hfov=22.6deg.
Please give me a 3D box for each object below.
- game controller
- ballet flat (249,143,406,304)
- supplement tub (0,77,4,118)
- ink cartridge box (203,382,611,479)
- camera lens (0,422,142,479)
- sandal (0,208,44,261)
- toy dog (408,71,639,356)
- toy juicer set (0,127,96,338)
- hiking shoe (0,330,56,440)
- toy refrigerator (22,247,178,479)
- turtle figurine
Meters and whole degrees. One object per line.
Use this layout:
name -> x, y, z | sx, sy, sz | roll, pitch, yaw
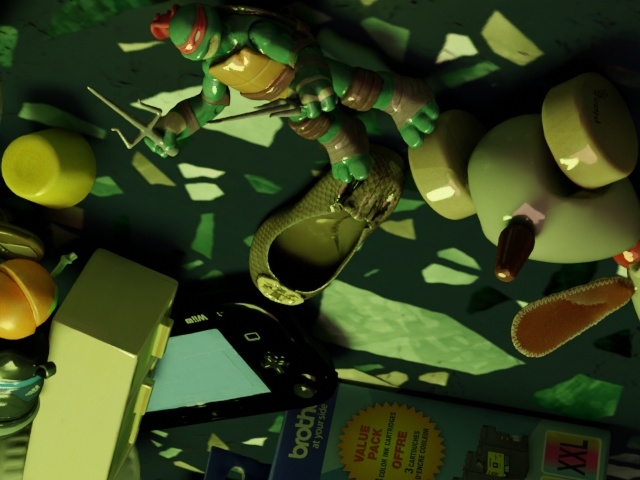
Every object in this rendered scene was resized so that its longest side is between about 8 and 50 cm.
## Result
game controller -> -0.141, 0.122, 1.598 | 0.319, 0.067, 0.166 | -13, 139, 33
ballet flat -> 0.000, 0.000, 1.372 | 0.084, 0.058, 0.250 | 24, 145, -16
supplement tub -> -0.424, -0.130, 1.153 | 0.241, 0.241, 0.331 | -17, 137, 37
ink cartridge box -> 0.076, 0.300, 1.606 | 0.395, 0.270, 0.151 | 8, 145, 6
camera lens -> -0.364, 0.277, 1.764 | 0.274, 0.219, 0.219 | -10, 141, 31
sandal -> -0.330, -0.030, 1.453 | 0.180, 0.049, 0.072 | 20, 161, 16
toy dog -> 0.213, 0.016, 1.230 | 0.333, 0.161, 0.220 | 26, 145, -19
toy juicer set -> -0.357, -0.003, 1.376 | 0.329, 0.209, 0.089 | 5, -178, 14
hiking shoe -> -0.356, 0.040, 1.460 | 0.304, 0.113, 0.132 | 41, 133, 6
toy refrigerator -> -0.211, 0.142, 1.543 | 0.094, 0.102, 0.269 | 23, 136, 3
turtle figurine -> -0.038, -0.114, 1.163 | 0.234, 0.118, 0.175 | 17, 165, -36
